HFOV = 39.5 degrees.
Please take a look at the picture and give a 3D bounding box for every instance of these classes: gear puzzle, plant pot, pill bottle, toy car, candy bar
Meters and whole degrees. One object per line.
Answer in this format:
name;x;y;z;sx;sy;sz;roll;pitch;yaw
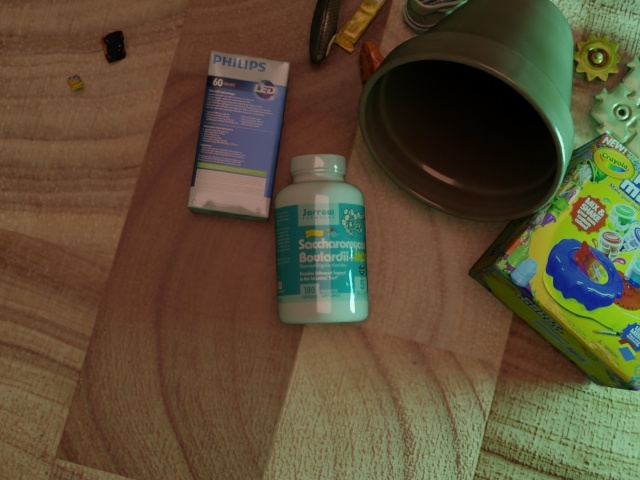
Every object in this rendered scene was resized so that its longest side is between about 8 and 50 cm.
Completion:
gear puzzle;0.555;-0.217;1.525;0.339;0.044;0.175;44;86;5
plant pot;0.257;-0.239;1.382;0.323;0.323;0.280;30;57;0
pill bottle;0.000;0.000;1.420;0.146;0.146;0.264;-2;85;-3
toy car;-0.379;-0.307;1.479;0.122;0.060;0.040;-36;55;-12
candy bar;0.082;-0.394;1.526;0.040;0.018;0.161;36;84;-3

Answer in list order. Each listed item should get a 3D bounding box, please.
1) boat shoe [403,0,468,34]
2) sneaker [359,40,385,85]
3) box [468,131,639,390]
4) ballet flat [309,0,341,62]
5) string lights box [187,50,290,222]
boat shoe;0.284;-0.436;1.501;0.302;0.094;0.109;-28;87;-5
sneaker;0.119;-0.257;1.502;0.067;0.064;0.175;-27;93;-21
box;0.448;0.037;1.425;0.290;0.177;0.279;40;83;1
ballet flat;0.030;-0.415;1.501;0.058;0.084;0.250;15;79;-17
string lights box;-0.132;-0.169;1.465;0.133;0.077;0.260;8;84;-2
